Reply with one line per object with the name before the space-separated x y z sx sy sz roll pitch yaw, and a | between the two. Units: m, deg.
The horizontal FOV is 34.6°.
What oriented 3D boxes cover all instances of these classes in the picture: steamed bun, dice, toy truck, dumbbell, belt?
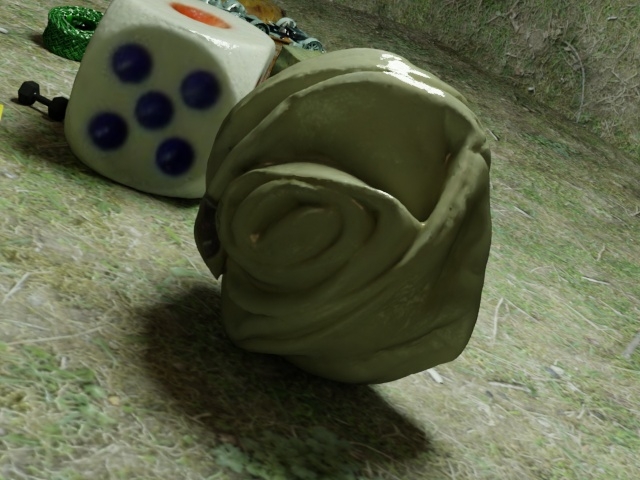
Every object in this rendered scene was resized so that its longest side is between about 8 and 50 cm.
steamed bun | 0.006 -0.019 1.120 0.342 0.368 0.255 -4 0 37
dice | -0.220 -0.221 1.534 0.243 0.251 0.259 23 19 -6
toy truck | -0.138 -0.381 2.147 0.338 0.184 0.133 9 27 -41
dumbbell | -0.433 -0.219 1.612 0.083 0.040 0.036 28 -10 13
belt | -0.462 -0.392 1.986 0.151 0.079 0.121 -17 52 -45

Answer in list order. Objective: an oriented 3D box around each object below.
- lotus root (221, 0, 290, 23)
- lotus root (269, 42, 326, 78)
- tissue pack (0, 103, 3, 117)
lotus root | -0.182 -0.456 2.270 0.291 0.193 0.193 0 30 -48
lotus root | 0.062 -0.266 2.098 0.267 0.149 0.260 -2 40 -45
tissue pack | -0.463 -0.131 1.310 0.095 0.062 0.176 13 22 -19
